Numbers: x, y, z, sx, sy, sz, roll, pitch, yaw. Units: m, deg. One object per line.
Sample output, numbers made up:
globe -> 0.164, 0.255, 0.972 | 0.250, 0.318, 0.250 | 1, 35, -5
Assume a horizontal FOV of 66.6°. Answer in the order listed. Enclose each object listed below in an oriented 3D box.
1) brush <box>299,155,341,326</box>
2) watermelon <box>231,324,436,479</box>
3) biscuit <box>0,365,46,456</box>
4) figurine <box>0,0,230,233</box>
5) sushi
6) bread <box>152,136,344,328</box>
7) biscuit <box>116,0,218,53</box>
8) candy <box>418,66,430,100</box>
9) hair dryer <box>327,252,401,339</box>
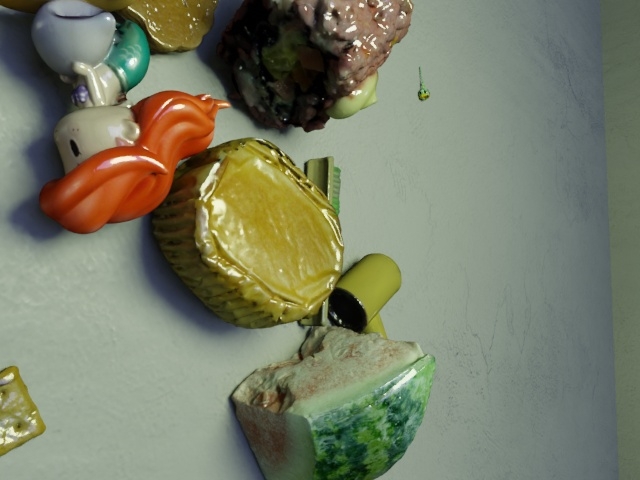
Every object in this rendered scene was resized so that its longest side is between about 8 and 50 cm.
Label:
brush -> 0.000, 0.000, 0.809 | 0.048, 0.054, 0.282 | 17, 72, -52
watermelon -> 0.014, 0.242, 0.702 | 0.232, 0.310, 0.193 | 45, 45, 16
biscuit -> -0.329, 0.179, 0.484 | 0.083, 0.018, 0.081 | -27, 104, -43
figurine -> -0.219, -0.150, 0.534 | 0.208, 0.181, 0.257 | -49, 130, -70
sushi -> -0.011, -0.272, 0.683 | 0.236, 0.270, 0.171 | 43, 60, -17
bread -> -0.093, -0.007, 0.658 | 0.253, 0.142, 0.227 | 47, 56, -27
biscuit -> -0.227, -0.352, 0.632 | 0.208, 0.049, 0.181 | 37, 60, -36
candy -> 0.231, -0.359, 1.110 | 0.023, 0.025, 0.083 | 24, 56, -70
hair dryer -> 0.106, 0.169, 0.881 | 0.135, 0.090, 0.278 | -39, 118, -43
